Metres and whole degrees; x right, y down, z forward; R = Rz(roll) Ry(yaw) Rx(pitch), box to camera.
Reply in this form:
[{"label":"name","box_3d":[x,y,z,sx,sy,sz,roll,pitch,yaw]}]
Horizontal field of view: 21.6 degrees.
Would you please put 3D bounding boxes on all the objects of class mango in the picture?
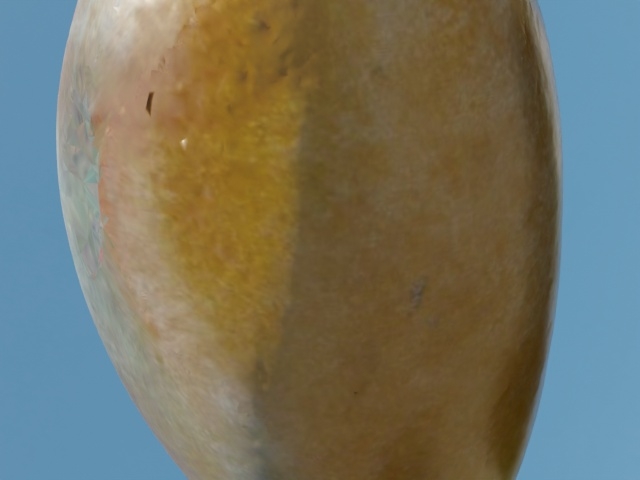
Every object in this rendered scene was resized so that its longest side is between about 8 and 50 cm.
[{"label":"mango","box_3d":[0.000,0.000,0.697,0.199,0.221,0.384,-25,-50,-22]}]
